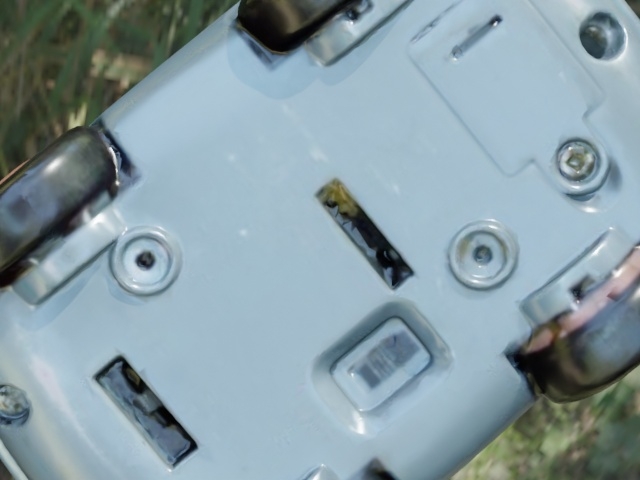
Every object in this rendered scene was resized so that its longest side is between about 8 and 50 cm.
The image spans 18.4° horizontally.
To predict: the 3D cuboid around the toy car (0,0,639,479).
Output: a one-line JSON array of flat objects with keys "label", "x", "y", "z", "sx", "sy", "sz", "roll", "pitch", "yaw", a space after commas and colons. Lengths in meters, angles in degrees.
[{"label": "toy car", "x": 0.000, "y": 0.000, "z": 0.735, "sx": 0.270, "sy": 0.212, "sz": 0.180, "roll": -39, "pitch": 96, "yaw": 2}]
